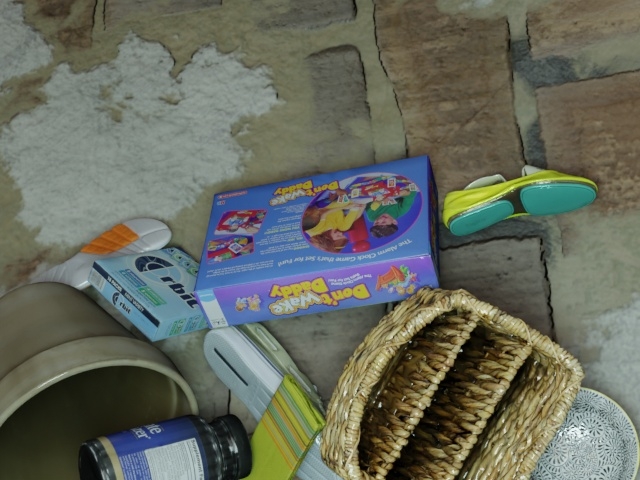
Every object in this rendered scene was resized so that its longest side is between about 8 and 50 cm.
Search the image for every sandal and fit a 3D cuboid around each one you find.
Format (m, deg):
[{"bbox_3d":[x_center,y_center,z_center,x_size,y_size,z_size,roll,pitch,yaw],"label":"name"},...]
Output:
[{"bbox_3d":[-0.356,0.054,1.795,0.265,0.076,0.102,-29,39,-9],"label":"sandal"}]

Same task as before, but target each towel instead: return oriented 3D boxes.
[{"bbox_3d":[-0.067,0.305,1.559,0.102,0.021,0.237,54,128,39],"label":"towel"}]

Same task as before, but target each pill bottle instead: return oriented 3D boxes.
[{"bbox_3d":[-0.211,0.310,1.536,0.219,0.123,0.123,-11,60,-29],"label":"pill bottle"}]

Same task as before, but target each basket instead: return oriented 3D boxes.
[{"bbox_3d":[0.155,0.217,1.449,0.213,0.223,0.299,36,83,-20],"label":"basket"}]

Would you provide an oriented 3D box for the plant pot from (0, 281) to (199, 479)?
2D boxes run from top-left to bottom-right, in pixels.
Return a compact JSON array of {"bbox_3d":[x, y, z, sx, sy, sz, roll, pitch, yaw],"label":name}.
[{"bbox_3d":[-0.378,0.215,1.636,0.323,0.323,0.280,-38,46,-1],"label":"plant pot"}]

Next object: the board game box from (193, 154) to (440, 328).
[{"bbox_3d":[0.000,0.000,1.658,0.347,0.078,0.233,-9,39,13],"label":"board game box"}]

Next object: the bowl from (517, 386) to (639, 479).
[{"bbox_3d":[0.340,0.287,1.491,0.170,0.080,0.170,-6,67,14],"label":"bowl"}]

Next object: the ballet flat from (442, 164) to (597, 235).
[{"bbox_3d":[0.292,-0.072,1.661,0.231,0.077,0.077,-15,49,13],"label":"ballet flat"}]

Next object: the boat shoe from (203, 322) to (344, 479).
[{"bbox_3d":[-0.048,0.227,1.622,0.094,0.109,0.302,-23,64,-41],"label":"boat shoe"}]

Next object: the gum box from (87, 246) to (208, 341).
[{"bbox_3d":[-0.234,0.078,1.696,0.157,0.184,0.041,38,118,26],"label":"gum box"}]
